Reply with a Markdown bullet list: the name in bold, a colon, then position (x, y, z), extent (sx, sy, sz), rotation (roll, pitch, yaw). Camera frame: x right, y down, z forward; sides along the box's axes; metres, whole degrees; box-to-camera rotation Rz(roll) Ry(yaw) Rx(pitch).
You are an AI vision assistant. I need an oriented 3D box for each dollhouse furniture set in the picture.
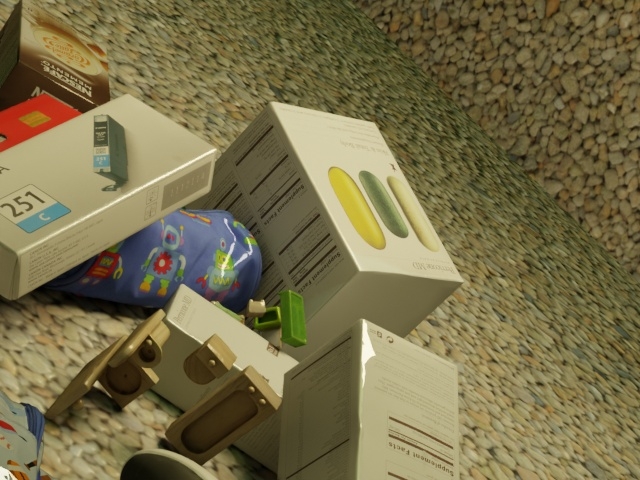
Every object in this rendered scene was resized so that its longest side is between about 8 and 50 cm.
- **dollhouse furniture set**: position (-0.150, 0.162, 1.617), extent (0.151, 0.144, 0.123), rotation (50, 22, -7)
- **dollhouse furniture set**: position (-0.089, 0.102, 1.890), extent (0.076, 0.151, 0.059), rotation (33, 49, -58)

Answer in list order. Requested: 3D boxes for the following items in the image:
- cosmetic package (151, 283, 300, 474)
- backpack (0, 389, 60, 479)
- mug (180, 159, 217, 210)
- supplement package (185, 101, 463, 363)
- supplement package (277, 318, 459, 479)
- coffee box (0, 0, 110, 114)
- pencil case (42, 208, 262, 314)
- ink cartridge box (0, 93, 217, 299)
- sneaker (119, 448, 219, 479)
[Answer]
- **cosmetic package**: position (-0.087, 0.156, 1.804), extent (0.231, 0.085, 0.117), rotation (36, 17, -8)
- **backpack**: position (-0.267, 0.202, 1.094), extent (0.213, 0.276, 0.263), rotation (34, 11, -24)
- **mug**: position (-0.186, -0.082, 2.184), extent (0.129, 0.097, 0.158), rotation (35, 18, -5)
- **supplement package**: position (0.000, 0.000, 2.058), extent (0.199, 0.198, 0.263), rotation (7, 47, -46)
- **supplement package**: position (0.047, 0.229, 1.652), extent (0.133, 0.139, 0.244), rotation (27, 46, -27)
- **coffee box**: position (-0.357, -0.208, 2.175), extent (0.141, 0.098, 0.246), rotation (29, 19, -22)
- **pencil case**: position (-0.196, 0.009, 1.892), extent (0.119, 0.133, 0.306), rotation (23, 6, 37)
- **ink cartridge box**: position (-0.302, -0.078, 1.738), extent (0.261, 0.066, 0.296), rotation (31, 40, 25)
- **sneaker**: position (-0.127, 0.278, 1.386), extent (0.147, 0.104, 0.296), rotation (24, 26, -48)
